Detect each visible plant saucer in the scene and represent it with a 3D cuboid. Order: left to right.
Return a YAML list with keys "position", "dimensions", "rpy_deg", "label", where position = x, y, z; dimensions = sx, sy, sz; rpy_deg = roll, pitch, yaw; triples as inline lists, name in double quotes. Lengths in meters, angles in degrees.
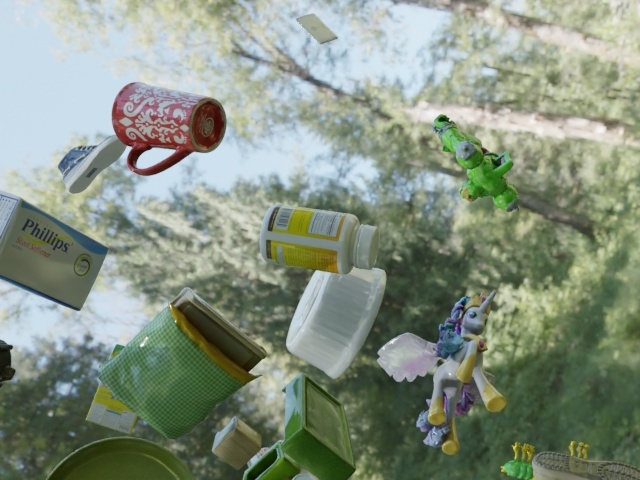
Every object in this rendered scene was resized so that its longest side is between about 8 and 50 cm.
- position: [-0.284, 0.401, 1.221]
  dimensions: [0.037, 0.241, 0.241]
  rpy_deg: [130, 161, -74]
  label: "plant saucer"

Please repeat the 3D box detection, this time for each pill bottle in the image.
- position: [0.000, 0.000, 1.656]
  dimensions: [0.117, 0.215, 0.117]
  rpy_deg: [9, -90, -76]
  label: "pill bottle"

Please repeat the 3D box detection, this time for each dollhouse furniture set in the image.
- position: [-0.132, 0.234, 1.130]
  dimensions: [0.197, 0.301, 0.151]
  rpy_deg: [-44, 17, 14]
  label: "dollhouse furniture set"

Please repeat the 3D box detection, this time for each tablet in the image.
- position: [-0.007, -0.433, 1.760]
  dimensions: [0.054, 0.083, 0.006]
  rpy_deg: [-27, -25, -35]
  label: "tablet"

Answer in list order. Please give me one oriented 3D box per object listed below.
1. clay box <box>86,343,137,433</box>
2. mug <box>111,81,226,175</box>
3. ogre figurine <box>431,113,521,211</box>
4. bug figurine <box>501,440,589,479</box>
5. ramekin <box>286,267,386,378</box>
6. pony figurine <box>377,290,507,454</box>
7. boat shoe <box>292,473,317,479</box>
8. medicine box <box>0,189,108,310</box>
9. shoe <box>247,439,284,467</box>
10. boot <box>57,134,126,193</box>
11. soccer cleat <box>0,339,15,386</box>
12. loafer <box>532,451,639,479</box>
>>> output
- position: [-0.547, 0.410, 2.383]
  dimensions: [0.053, 0.127, 0.222]
  rpy_deg: [124, 165, -71]
  label: "clay box"
- position: [-0.249, -0.184, 1.441]
  dimensions: [0.113, 0.169, 0.150]
  rpy_deg: [-21, -63, -53]
  label: "mug"
- position: [0.256, -0.113, 1.365]
  dimensions: [0.118, 0.097, 0.197]
  rpy_deg: [-97, -16, -70]
  label: "ogre figurine"
- position: [0.487, 0.562, 1.888]
  dimensions: [0.072, 0.216, 0.279]
  rpy_deg: [-79, 3, -64]
  label: "bug figurine"
- position: [0.030, 0.167, 1.990]
  dimensions: [0.277, 0.135, 0.277]
  rpy_deg: [-63, 7, 15]
  label: "ramekin"
- position: [0.320, 0.324, 2.075]
  dimensions: [0.351, 0.303, 0.363]
  rpy_deg: [-56, 11, 35]
  label: "pony figurine"
- position: [-0.026, 0.695, 2.105]
  dimensions: [0.103, 0.113, 0.302]
  rpy_deg: [76, 180, -45]
  label: "boat shoe"
- position: [-0.616, 0.001, 1.672]
  dimensions: [0.263, 0.289, 0.149]
  rpy_deg: [41, -112, -59]
  label: "medicine box"
- position: [-0.086, 0.402, 1.565]
  dimensions: [0.178, 0.081, 0.063]
  rpy_deg: [155, 95, -78]
  label: "shoe"
- position: [-0.534, -0.200, 1.994]
  dimensions: [0.190, 0.086, 0.069]
  rpy_deg: [-40, -24, 14]
  label: "boot"
- position: [-0.555, 0.207, 1.222]
  dimensions: [0.289, 0.121, 0.093]
  rpy_deg: [-37, -52, -72]
  label: "soccer cleat"
- position: [0.568, 0.509, 1.771]
  dimensions: [0.102, 0.269, 0.092]
  rpy_deg: [-37, -46, -58]
  label: "loafer"
